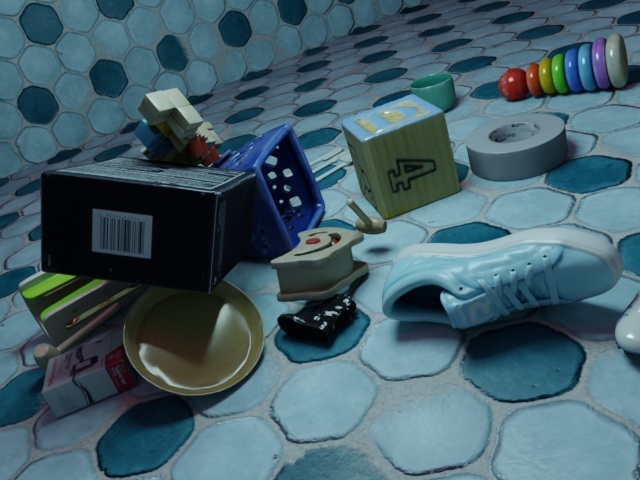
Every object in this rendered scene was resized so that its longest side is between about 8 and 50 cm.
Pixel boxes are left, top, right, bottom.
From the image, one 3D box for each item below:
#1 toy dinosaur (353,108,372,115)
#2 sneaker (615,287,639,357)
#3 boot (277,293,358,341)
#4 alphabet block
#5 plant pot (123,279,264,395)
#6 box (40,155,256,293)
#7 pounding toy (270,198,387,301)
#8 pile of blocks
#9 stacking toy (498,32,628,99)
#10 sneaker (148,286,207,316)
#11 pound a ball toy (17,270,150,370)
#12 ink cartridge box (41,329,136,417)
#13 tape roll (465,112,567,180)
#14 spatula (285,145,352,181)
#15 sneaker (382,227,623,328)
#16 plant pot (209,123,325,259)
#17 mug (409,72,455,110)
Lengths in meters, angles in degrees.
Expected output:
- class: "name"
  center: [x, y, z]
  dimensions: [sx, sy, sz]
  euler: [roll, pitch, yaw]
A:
- class: "toy dinosaur"
  center: [0.149, -0.384, 1.974]
  dimensions: [0.093, 0.053, 0.183]
  euler: [4, 34, 34]
- class: "sneaker"
  center: [0.477, 0.074, 0.871]
  dimensions: [0.237, 0.086, 0.085]
  euler: [-37, 34, -29]
- class: "boot"
  center: [-0.003, 0.130, 1.111]
  dimensions: [0.121, 0.045, 0.099]
  euler: [7, 35, 35]
- class: "alphabet block"
  center: [0.180, -0.195, 1.439]
  dimensions: [0.194, 0.197, 0.192]
  euler: [-20, 28, -3]
- class: "plant pot"
  center: [-0.215, 0.163, 1.081]
  dimensions: [0.236, 0.032, 0.236]
  euler: [7, 49, -8]
- class: "box"
  center: [-0.294, -0.040, 1.151]
  dimensions: [0.296, 0.182, 0.294]
  euler: [8, 14, 5]
- class: "pounding toy"
  center: [0.000, 0.000, 1.206]
  dimensions: [0.154, 0.154, 0.269]
  euler: [2, 20, 35]
- class: "pile of blocks"
  center: [-0.284, -0.191, 1.291]
  dimensions: [0.149, 0.112, 0.362]
  euler: [-39, -5, 0]
- class: "stacking toy"
  center: [0.652, -0.459, 1.725]
  dimensions: [0.330, 0.141, 0.141]
  euler: [-4, 30, 35]
- class: "sneaker"
  center: [-0.262, 0.090, 1.278]
  dimensions: [0.148, 0.131, 0.350]
  euler: [-10, 33, 1]
- class: "pound a ball toy"
  center: [-0.475, 0.137, 1.338]
  dimensions: [0.319, 0.135, 0.208]
  euler: [-34, 56, -27]
- class: "ink cartridge box"
  center: [-0.415, 0.239, 1.142]
  dimensions: [0.151, 0.063, 0.109]
  euler: [-21, 27, -7]
- class: "tape roll"
  center: [0.449, -0.217, 1.450]
  dimensions: [0.219, 0.072, 0.219]
  euler: [-15, 26, 8]
- class: "spatula"
  center: [0.005, -0.209, 1.773]
  dimensions: [0.242, 0.019, 0.168]
  euler: [-32, 30, -25]
- class: "sneaker"
  center: [0.261, 0.082, 0.963]
  dimensions: [0.366, 0.135, 0.150]
  euler: [-9, 35, 36]
- class: "plant pot"
  center: [-0.148, -0.097, 1.433]
  dimensions: [0.212, 0.236, 0.236]
  euler: [-12, 27, 26]
- class: "mug"
  center: [0.352, -0.442, 1.906]
  dimensions: [0.158, 0.097, 0.129]
  euler: [-27, 27, -17]
